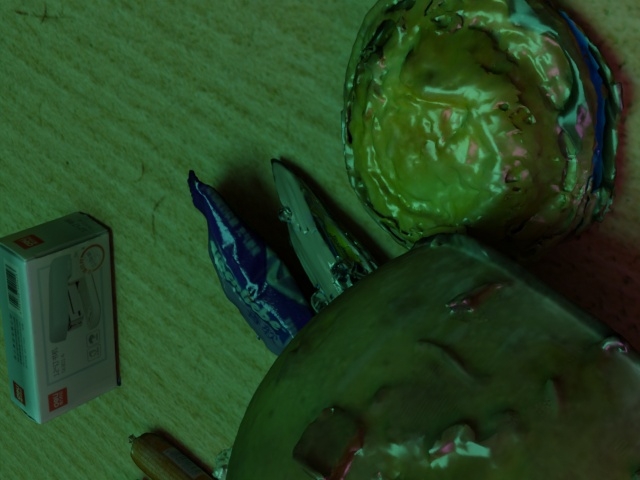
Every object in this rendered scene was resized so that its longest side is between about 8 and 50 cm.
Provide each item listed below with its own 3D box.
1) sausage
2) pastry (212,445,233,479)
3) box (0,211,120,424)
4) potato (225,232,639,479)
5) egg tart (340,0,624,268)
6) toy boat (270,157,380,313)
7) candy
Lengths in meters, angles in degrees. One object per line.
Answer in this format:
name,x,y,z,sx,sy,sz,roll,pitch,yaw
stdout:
sausage,-0.136,0.355,1.316,0.348,0.053,0.053,32,129,29
pastry,-0.011,0.292,1.134,0.258,0.121,0.089,34,104,37
box,-0.352,0.106,1.347,0.079,0.135,0.269,27,126,36
potato,0.109,0.253,0.752,0.442,0.319,0.385,41,162,24
egg tart,0.110,-0.083,0.832,0.291,0.107,0.290,21,124,36
toy boat,0.000,0.000,1.014,0.210,0.066,0.084,60,141,17
candy,-0.064,0.048,1.066,0.275,0.070,0.145,56,168,11
